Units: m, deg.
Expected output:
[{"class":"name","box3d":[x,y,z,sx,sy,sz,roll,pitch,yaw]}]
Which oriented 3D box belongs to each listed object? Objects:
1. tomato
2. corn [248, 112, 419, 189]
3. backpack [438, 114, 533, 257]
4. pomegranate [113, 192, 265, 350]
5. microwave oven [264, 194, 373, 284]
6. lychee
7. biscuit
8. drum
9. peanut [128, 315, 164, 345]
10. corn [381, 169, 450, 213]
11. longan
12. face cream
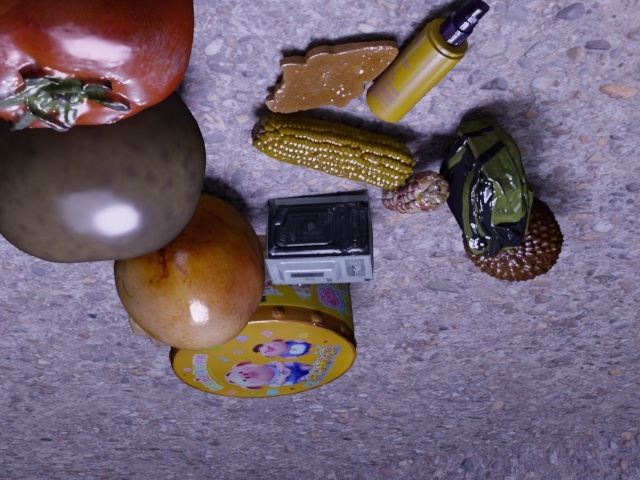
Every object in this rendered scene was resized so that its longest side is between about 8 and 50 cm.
[{"class":"tomato","box3d":[-0.339,-0.303,1.353,0.341,0.273,0.341,-4,161,-1]},{"class":"corn","box3d":[0.021,-0.167,1.810,0.312,0.102,0.102,15,145,-23]},{"class":"backpack","box3d":[0.296,-0.100,1.856,0.140,0.207,0.253,-21,143,-12]},{"class":"pomegranate","box3d":[-0.247,0.071,1.958,0.319,0.319,0.319,-4,150,-2]},{"class":"microwave oven","box3d":[0.000,0.000,2.032,0.208,0.162,0.122,-3,150,5]},{"class":"lychee","box3d":[0.394,-0.007,2.043,0.238,0.200,0.200,-2,153,-30]},{"class":"biscuit","box3d":[0.017,-0.274,1.679,0.250,0.035,0.162,-19,152,25]},{"class":"drum","box3d":[-0.128,0.177,2.270,0.431,0.214,0.431,-4,149,-2]},{"class":"peanut","box3d":[-0.402,0.201,2.405,0.080,0.080,0.174,-13,149,14]},{"class":"corn","box3d":[0.171,-0.089,1.919,0.079,0.080,0.237,5,179,-16]},{"class":"longan","box3d":[-0.363,-0.121,1.632,0.360,0.361,0.361,-4,150,-2]},{"class":"face cream","box3d":[0.175,-0.293,1.624,0.078,0.078,0.273,13,146,-28]}]
